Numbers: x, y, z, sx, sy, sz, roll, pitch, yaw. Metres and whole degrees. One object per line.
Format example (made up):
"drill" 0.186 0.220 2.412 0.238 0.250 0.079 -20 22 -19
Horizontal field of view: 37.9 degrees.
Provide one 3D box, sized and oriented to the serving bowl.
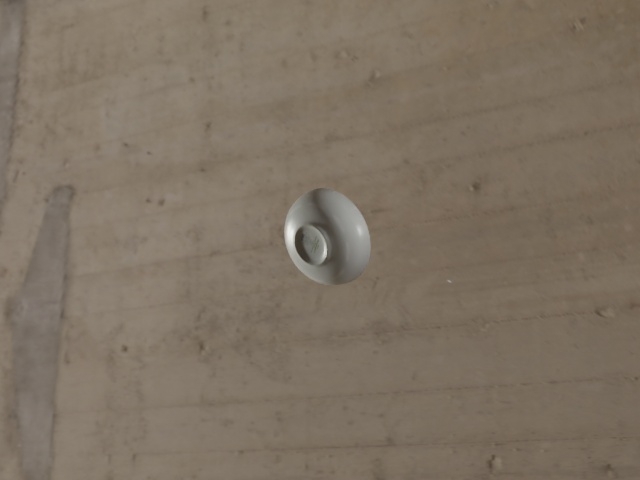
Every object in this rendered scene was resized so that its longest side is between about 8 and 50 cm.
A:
"serving bowl" 0.000 0.000 0.769 0.083 0.027 0.083 15 -65 36
